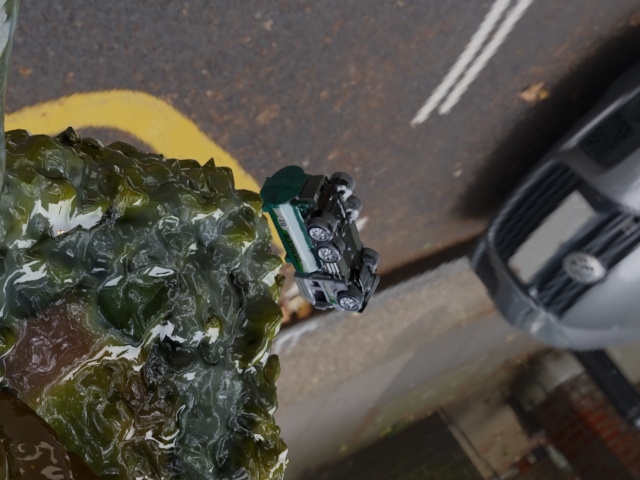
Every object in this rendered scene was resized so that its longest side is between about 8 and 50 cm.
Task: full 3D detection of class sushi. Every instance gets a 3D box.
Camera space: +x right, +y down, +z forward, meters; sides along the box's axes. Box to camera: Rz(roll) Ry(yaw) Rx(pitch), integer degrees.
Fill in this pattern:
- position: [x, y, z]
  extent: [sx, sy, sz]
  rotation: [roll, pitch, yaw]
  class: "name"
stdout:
- position: [-0.183, 0.118, 0.704]
  extent: [0.351, 0.397, 0.240]
  rotation: [-1, -178, -43]
  class: "sushi"

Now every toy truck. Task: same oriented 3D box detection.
- position: [0.000, 0.000, 0.540]
  extent: [0.083, 0.044, 0.039]
  rotation: [68, 34, -41]
  class: "toy truck"

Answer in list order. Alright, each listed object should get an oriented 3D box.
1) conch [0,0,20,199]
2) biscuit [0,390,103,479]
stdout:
- position: [-0.136, -0.146, 0.317]
  extent: [0.169, 0.203, 0.386]
  rotation: [21, 112, -19]
  class: "conch"
- position: [-0.177, 0.192, 0.398]
  extent: [0.107, 0.326, 0.325]
  rotation: [-22, 171, 36]
  class: "biscuit"
